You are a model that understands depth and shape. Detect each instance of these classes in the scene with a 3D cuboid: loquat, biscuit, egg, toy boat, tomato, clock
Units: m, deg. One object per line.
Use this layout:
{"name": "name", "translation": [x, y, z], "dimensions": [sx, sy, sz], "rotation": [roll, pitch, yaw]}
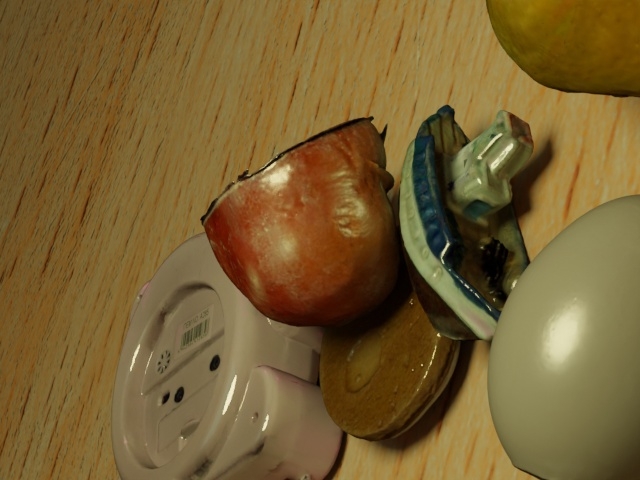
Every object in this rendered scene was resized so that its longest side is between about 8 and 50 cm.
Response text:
{"name": "loquat", "translation": [0.260, -0.242, 1.525], "dimensions": [0.276, 0.276, 0.284], "rotation": [-124, 43, -54]}
{"name": "biscuit", "translation": [0.070, 0.091, 1.800], "dimensions": [0.181, 0.049, 0.208], "rotation": [-44, 37, 35]}
{"name": "egg", "translation": [0.220, 0.078, 1.458], "dimensions": [0.176, 0.176, 0.232], "rotation": [22, 85, 59]}
{"name": "toy boat", "translation": [0.138, -0.024, 1.706], "dimensions": [0.115, 0.114, 0.262], "rotation": [-33, 46, 38]}
{"name": "tomato", "translation": [0.000, 0.000, 1.773], "dimensions": [0.214, 0.180, 0.155], "rotation": [121, 126, -77]}
{"name": "clock", "translation": [-0.105, 0.140, 1.983], "dimensions": [0.295, 0.113, 0.322], "rotation": [-40, 40, 39]}
